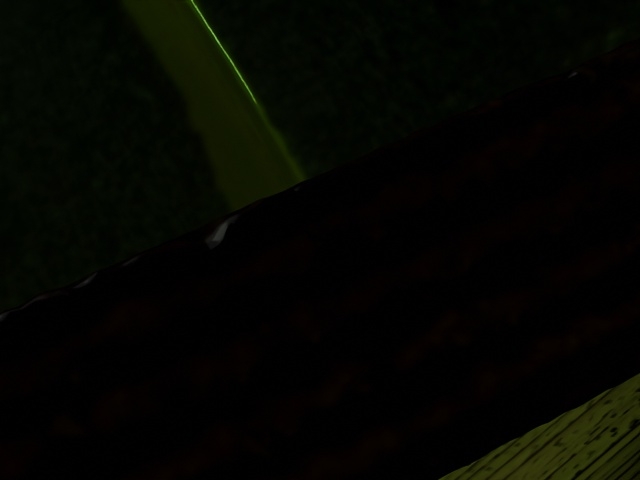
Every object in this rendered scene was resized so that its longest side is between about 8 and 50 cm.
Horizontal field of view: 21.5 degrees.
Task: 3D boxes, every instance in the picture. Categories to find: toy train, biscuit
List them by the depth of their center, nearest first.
[{"bbox_3d":[-0.041,0.047,0.370,0.388,0.073,0.107,-25,-9,-22],"label":"biscuit"},{"bbox_3d":[0.032,-0.067,0.607,0.442,0.179,0.272,-30,-5,-9],"label":"toy train"}]
